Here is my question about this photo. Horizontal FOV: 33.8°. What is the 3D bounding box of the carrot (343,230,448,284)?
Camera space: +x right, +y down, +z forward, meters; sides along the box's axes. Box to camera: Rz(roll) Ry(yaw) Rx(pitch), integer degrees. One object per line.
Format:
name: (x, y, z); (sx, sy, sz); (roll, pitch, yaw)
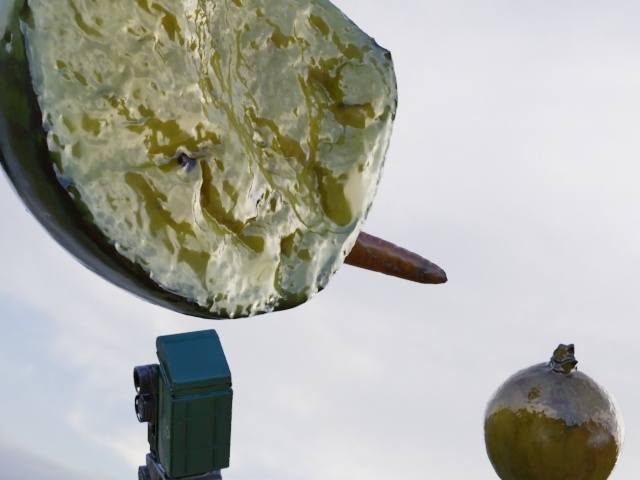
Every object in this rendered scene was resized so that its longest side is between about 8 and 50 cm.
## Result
carrot: (0.000, 0.000, 1.024); (0.256, 0.061, 0.061); (16, -27, 16)

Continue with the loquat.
loquat: (0.353, 0.273, 1.599); (0.213, 0.246, 0.213); (4, 16, -1)

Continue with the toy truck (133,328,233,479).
toy truck: (-0.172, 0.237, 1.354); (0.114, 0.253, 0.124); (-5, 20, -24)

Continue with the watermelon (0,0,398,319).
watermelon: (-0.108, -0.098, 0.729); (0.189, 0.331, 0.331); (-5, -37, 45)
